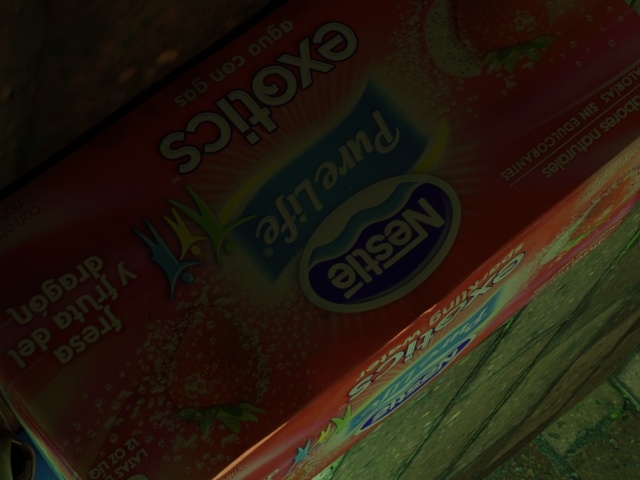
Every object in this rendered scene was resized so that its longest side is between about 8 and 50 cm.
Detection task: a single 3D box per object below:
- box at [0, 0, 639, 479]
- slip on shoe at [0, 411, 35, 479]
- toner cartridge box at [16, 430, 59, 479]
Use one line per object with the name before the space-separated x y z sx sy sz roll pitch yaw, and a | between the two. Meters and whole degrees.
box | 0.000 0.000 0.625 0.300 0.142 0.154 -37 164 -16
slip on shoe | -0.150 0.105 0.652 0.041 0.051 0.135 -1 180 -3
toner cartridge box | -0.182 0.188 0.816 0.348 0.075 0.165 -36 164 -19
